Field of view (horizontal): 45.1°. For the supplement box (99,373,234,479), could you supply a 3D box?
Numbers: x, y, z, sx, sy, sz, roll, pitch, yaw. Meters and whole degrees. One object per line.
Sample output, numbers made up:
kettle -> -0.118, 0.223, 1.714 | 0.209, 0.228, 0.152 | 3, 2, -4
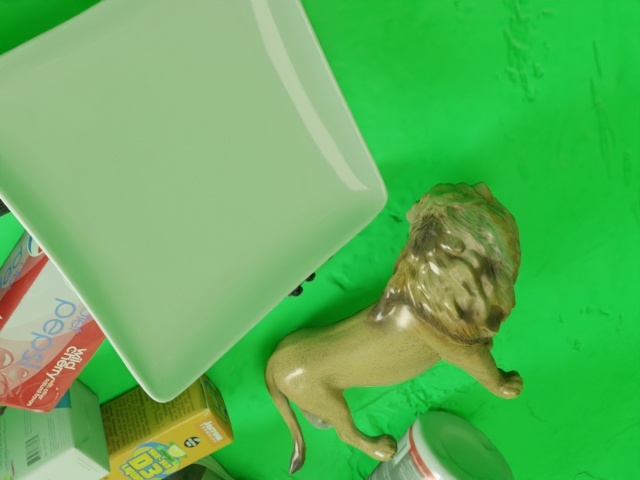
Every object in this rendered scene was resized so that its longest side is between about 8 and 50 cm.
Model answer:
supplement box -> -0.217, 0.226, 0.841 | 0.233, 0.080, 0.078 | -29, 135, -3

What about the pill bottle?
pill bottle -> 0.124, 0.388, 1.074 | 0.161, 0.161, 0.283 | 17, 118, -35

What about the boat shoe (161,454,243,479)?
boat shoe -> -0.114, 0.358, 0.985 | 0.103, 0.092, 0.285 | -34, 133, 4

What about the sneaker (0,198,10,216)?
sneaker -> -0.322, -0.049, 0.551 | 0.297, 0.129, 0.111 | -34, 134, -21

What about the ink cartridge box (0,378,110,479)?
ink cartridge box -> -0.310, 0.227, 0.778 | 0.181, 0.104, 0.061 | -31, 133, 2

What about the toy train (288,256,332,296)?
toy train -> 0.000, 0.000, 0.791 | 0.036, 0.027, 0.158 | 26, 113, -34

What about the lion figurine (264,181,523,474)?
lion figurine -> 0.063, 0.113, 0.840 | 0.392, 0.142, 0.240 | -35, 126, 11

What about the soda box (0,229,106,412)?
soda box -> -0.218, 0.031, 0.676 | 0.092, 0.083, 0.263 | 24, 113, -37

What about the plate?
plate -> -0.096, -0.063, 0.597 | 0.277, 0.045, 0.278 | -42, 120, -24
